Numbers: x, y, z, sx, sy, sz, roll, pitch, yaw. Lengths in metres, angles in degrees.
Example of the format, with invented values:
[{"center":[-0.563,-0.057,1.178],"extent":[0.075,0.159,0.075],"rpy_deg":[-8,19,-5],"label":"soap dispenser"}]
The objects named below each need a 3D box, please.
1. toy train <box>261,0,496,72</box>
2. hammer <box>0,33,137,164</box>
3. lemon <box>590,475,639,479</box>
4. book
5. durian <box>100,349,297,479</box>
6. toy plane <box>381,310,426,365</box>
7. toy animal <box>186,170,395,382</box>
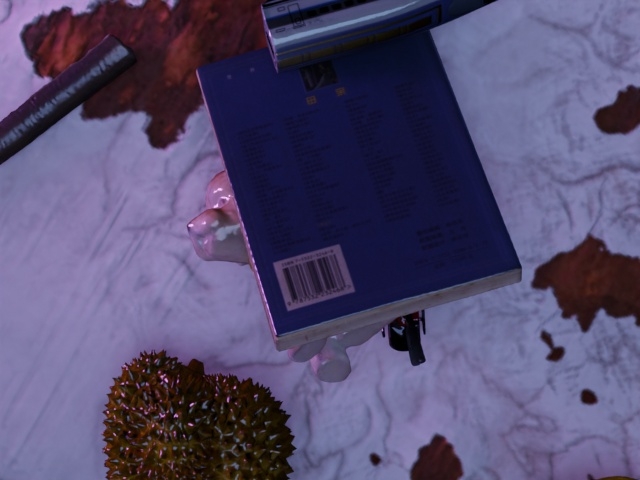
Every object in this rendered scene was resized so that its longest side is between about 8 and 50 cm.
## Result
[{"center":[0.080,-0.190,1.447],"extent":[0.252,0.055,0.048],"rpy_deg":[-16,58,-3],"label":"toy train"},{"center":[-0.273,-0.070,1.501],"extent":[0.297,0.027,0.125],"rpy_deg":[-38,95,4],"label":"hammer"},{"center":[0.244,0.285,1.473],"extent":[0.193,0.180,0.180],"rpy_deg":[33,97,-26],"label":"lemon"},{"center":[0.024,-0.054,1.414],"extent":[0.191,0.025,0.269],"rpy_deg":[-16,56,-3],"label":"book"},{"center":[-0.098,0.172,1.481],"extent":[0.158,0.137,0.168],"rpy_deg":[0,89,21],"label":"durian"},{"center":[0.065,0.032,1.498],"extent":[0.037,0.060,0.145],"rpy_deg":[-5,82,1],"label":"toy plane"},{"center":[0.003,-0.013,1.458],"extent":[0.184,0.104,0.185],"rpy_deg":[-42,56,-4],"label":"toy animal"}]
